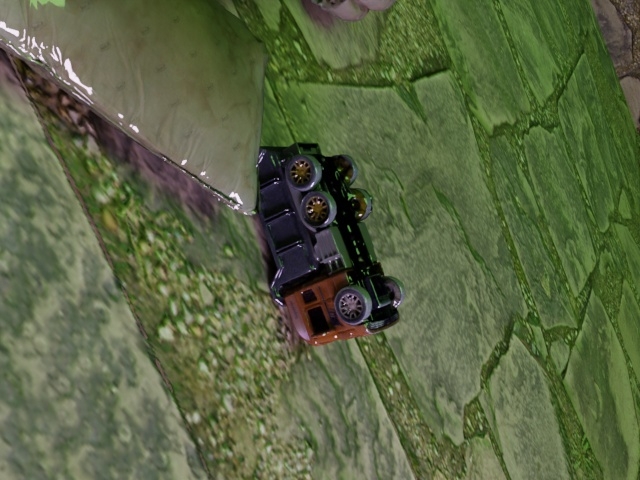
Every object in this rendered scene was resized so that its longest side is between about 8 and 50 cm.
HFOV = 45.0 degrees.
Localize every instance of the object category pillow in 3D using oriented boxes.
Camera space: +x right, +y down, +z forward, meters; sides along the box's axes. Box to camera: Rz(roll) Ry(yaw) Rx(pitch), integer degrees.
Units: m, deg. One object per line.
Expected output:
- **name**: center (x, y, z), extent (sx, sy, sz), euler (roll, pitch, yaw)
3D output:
- **pillow**: center (-0.135, -0.157, 0.567), extent (0.302, 0.075, 0.185), euler (36, 47, -48)

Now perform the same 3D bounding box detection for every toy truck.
- **toy truck**: center (0.000, 0.000, 0.708), extent (0.083, 0.092, 0.192), euler (-11, 79, -59)

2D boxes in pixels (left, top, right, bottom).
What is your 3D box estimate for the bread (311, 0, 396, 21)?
- **bread**: center (0.012, -0.422, 0.891), extent (0.183, 0.102, 0.337), euler (-31, 102, -61)
